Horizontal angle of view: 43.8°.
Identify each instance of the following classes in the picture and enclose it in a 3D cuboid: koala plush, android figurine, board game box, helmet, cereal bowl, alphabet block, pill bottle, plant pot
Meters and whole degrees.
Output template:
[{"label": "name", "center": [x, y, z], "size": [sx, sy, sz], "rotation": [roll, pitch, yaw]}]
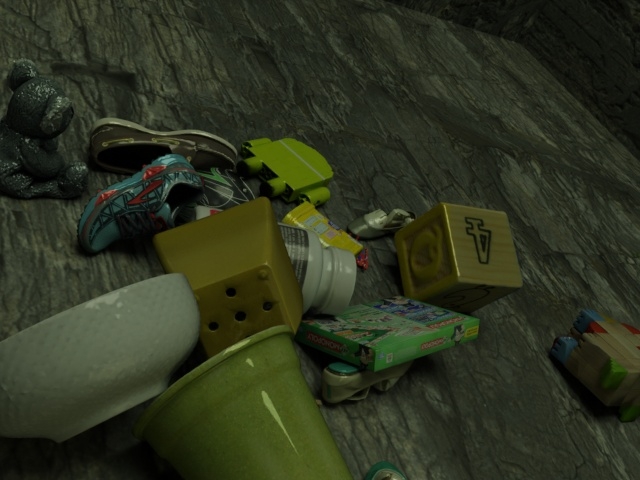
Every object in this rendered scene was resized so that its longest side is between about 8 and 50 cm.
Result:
[{"label": "koala plush", "center": [-0.541, -0.212, 1.502], "size": [0.203, 0.221, 0.196], "rotation": [-11, 50, -46]}, {"label": "android figurine", "center": [-0.079, -0.175, 1.974], "size": [0.248, 0.056, 0.272], "rotation": [41, 34, 18]}, {"label": "board game box", "center": [0.134, 0.175, 1.573], "size": [0.317, 0.046, 0.213], "rotation": [-8, 17, -44]}, {"label": "helmet", "center": [-0.217, -0.069, 1.620], "size": [0.169, 0.170, 0.161], "rotation": [18, 17, -18]}, {"label": "cereal bowl", "center": [-0.308, 0.176, 1.087], "size": [0.339, 0.339, 0.141], "rotation": [-21, 83, -51]}, {"label": "alphabet block", "center": [0.309, 0.043, 1.806], "size": [0.197, 0.192, 0.194], "rotation": [6, 63, -31]}, {"label": "pill bottle", "center": [-0.101, 0.050, 1.509], "size": [0.318, 0.176, 0.176], "rotation": [12, 36, -16]}, {"label": "plant pot", "center": [-0.141, 0.082, 1.311], "size": [0.212, 0.212, 0.187], "rotation": [-20, 24, -4]}, {"label": "plant pot", "center": [-0.087, 0.305, 1.145], "size": [0.276, 0.276, 0.254], "rotation": [-16, 65, -49]}]

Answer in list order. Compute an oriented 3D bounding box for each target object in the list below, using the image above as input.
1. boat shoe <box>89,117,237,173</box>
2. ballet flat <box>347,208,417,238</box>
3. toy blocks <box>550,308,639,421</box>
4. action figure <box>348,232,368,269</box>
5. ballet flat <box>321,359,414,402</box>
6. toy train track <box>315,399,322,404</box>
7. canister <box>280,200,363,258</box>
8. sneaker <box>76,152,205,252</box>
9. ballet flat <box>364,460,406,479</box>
[{"label": "boat shoe", "center": [-0.336, -0.182, 1.731], "size": [0.324, 0.117, 0.097], "rotation": [9, 42, -23]}, {"label": "ballet flat", "center": [0.156, -0.050, 1.976], "size": [0.213, 0.068, 0.072], "rotation": [-4, 45, -41]}, {"label": "toy blocks", "center": [0.704, 0.270, 1.900], "size": [0.381, 0.191, 0.261], "rotation": [6, 27, -34]}, {"label": "action figure", "center": [0.090, 0.028, 1.856], "size": [0.038, 0.030, 0.115], "rotation": [16, 36, -30]}, {"label": "ballet flat", "center": [0.094, 0.253, 1.504], "size": [0.248, 0.086, 0.086], "rotation": [-8, 48, -43]}, {"label": "toy train track", "center": [-0.014, 0.303, 1.405], "size": [0.048, 0.014, 0.083], "rotation": [11, 42, -39]}, {"label": "canister", "center": [0.000, 0.000, 1.779], "size": [0.170, 0.073, 0.126], "rotation": [38, 33, 10]}, {"label": "sneaker", "center": [-0.328, -0.058, 1.478], "size": [0.262, 0.104, 0.125], "rotation": [-40, 59, -18]}, {"label": "ballet flat", "center": [0.101, 0.422, 1.261], "size": [0.083, 0.087, 0.247], "rotation": [32, 32, 4]}]
